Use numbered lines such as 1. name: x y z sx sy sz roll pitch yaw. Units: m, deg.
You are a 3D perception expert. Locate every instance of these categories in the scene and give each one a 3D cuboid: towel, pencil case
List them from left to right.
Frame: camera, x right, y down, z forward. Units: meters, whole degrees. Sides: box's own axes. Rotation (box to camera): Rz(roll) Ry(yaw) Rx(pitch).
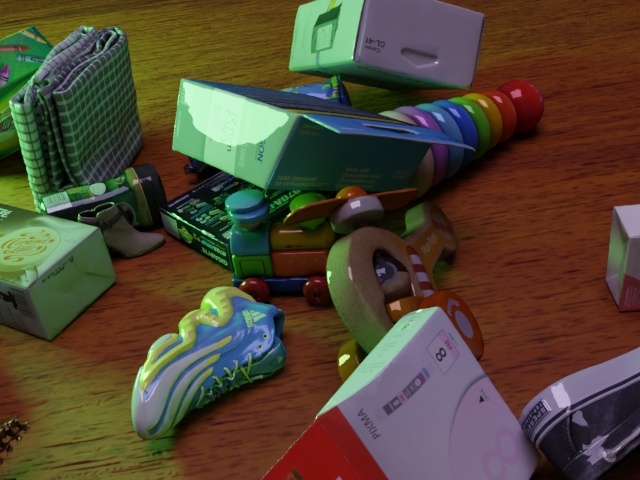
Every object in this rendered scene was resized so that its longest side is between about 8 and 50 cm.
1. towel: -0.398 -0.208 1.305 0.121 0.235 0.283 6 38 6
2. pencil case: -0.093 -0.200 1.317 0.306 0.119 0.133 -12 6 -3

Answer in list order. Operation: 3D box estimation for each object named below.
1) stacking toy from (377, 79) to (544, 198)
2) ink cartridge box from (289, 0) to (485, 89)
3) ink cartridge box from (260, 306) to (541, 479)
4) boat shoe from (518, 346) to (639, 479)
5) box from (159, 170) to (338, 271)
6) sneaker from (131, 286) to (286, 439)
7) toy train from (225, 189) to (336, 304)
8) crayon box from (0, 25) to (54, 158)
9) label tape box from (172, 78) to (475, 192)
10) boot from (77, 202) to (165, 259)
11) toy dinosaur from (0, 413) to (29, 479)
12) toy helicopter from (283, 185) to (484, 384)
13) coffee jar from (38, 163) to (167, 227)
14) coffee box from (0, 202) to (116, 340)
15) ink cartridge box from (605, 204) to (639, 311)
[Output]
1. stacking toy: 0.233 -0.184 1.223 0.330 0.141 0.141 -26 39 -28
2. ink cartridge box: 0.104 -0.339 1.324 0.226 0.131 0.306 7 6 -24
3. ink cartridge box: 0.083 0.200 0.674 0.066 0.189 0.232 -24 14 47
4. boat shoe: 0.341 0.153 0.734 0.306 0.113 0.105 -12 48 -28
5. box: -0.109 -0.055 1.180 0.220 0.051 0.175 -34 42 -31
6. sneaker: -0.115 0.136 0.882 0.126 0.091 0.240 6 37 19
7. toy train: 0.000 0.000 1.000 0.248 0.143 0.105 -2 36 10
8. crayon box: -0.578 -0.246 1.378 0.081 0.278 0.165 48 53 0
9. label tape box: -0.006 -0.129 1.044 0.249 0.115 0.348 -2 21 -41
10. boot: -0.299 -0.018 1.140 0.118 0.087 0.042 -18 34 -13
11. toy dinosaur: -0.374 0.288 0.692 0.218 0.164 0.321 -9 54 28
12. toy helicopter: 0.091 0.019 0.915 0.140 0.235 0.355 -34 4 28
13. coffee jar: -0.330 -0.050 1.185 0.184 0.096 0.079 -20 40 -17
14. coffee box: -0.436 0.034 1.088 0.247 0.098 0.141 13 41 28
15. ink cartridge box: 0.451 0.014 0.905 0.198 0.115 0.067 -4 35 5
